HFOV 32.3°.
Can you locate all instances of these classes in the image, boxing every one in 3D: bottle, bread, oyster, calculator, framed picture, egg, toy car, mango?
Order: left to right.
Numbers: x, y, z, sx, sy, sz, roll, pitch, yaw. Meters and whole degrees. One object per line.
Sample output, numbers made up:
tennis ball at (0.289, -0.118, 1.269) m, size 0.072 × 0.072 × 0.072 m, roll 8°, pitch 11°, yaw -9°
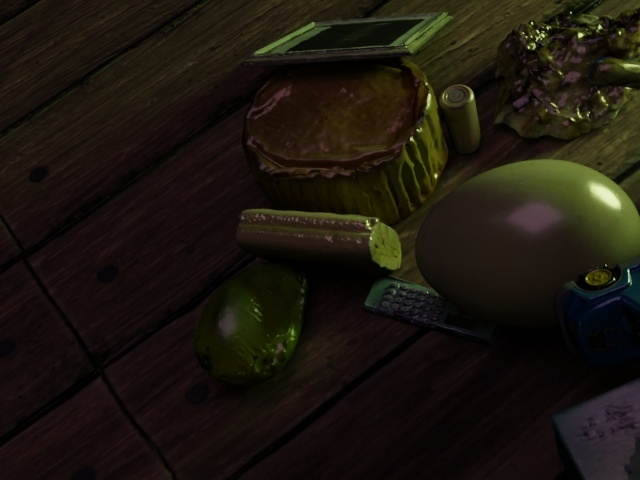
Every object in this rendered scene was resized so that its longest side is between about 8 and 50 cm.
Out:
mango at (-0.080, 0.099, 1.339) m, size 0.119 × 0.100 × 0.178 m, roll 37°, pitch 58°, yaw -2°
bread at (0.000, 0.000, 1.361) m, size 0.178 × 0.139 × 0.060 m, roll 4°, pitch 83°, yaw 20°
bread at (0.035, -0.131, 1.445) m, size 0.253 × 0.142 × 0.227 m, roll 7°, pitch 56°, yaw 19°
framed picture at (0.046, -0.281, 1.525) m, size 0.231 × 0.018 × 0.293 m, roll -1°, pitch 19°, yaw 18°
calculator at (0.136, 0.080, 1.331) m, size 0.172 × 0.018 × 0.057 m, roll 15°, pitch 62°, yaw 26°
bottle at (0.184, -0.155, 1.439) m, size 0.045 × 0.096 × 0.045 m, roll -9°, pitch 51°, yaw 11°
egg at (0.232, 0.005, 1.243) m, size 0.254 × 0.188 × 0.188 m, roll -4°, pitch 53°, yaw 17°
oyster at (0.332, -0.231, 1.463) m, size 0.214 × 0.083 × 0.223 m, roll 5°, pitch 63°, yaw 24°
toy car at (0.343, 0.071, 1.123) m, size 0.191 × 0.097 × 0.100 m, roll -21°, pitch 30°, yaw 4°

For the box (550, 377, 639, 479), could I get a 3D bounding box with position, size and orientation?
box at (0.346, 0.257, 1.079) m, size 0.153 × 0.092 × 0.245 m, roll -24°, pitch 51°, yaw 0°
